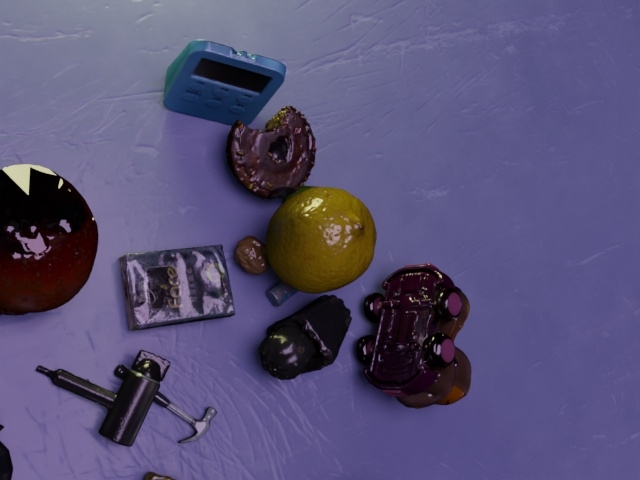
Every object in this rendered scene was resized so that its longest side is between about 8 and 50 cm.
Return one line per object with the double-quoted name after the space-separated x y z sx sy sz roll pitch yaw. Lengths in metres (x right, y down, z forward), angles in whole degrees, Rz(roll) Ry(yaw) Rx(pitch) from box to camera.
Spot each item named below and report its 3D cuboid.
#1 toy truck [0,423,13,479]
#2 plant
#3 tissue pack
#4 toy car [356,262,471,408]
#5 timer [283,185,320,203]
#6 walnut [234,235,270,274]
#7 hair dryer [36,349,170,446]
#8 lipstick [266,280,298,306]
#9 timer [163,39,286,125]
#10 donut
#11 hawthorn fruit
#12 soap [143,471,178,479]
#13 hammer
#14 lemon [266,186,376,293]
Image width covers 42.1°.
-0.675 0.401 1.603 0.165 0.147 0.224 7 72 -50 "toy truck"
-0.033 0.231 1.940 0.256 0.164 0.141 -34 96 -39 "plant"
-0.322 0.103 1.868 0.236 0.073 0.173 -5 80 -28 "tissue pack"
0.261 0.245 2.044 0.240 0.271 0.340 30 66 -38 "toy car"
-0.031 -0.065 2.065 0.128 0.047 0.140 3 78 -24 "timer"
-0.161 0.035 1.962 0.096 0.082 0.079 47 32 -17 "walnut"
-0.468 0.295 1.748 0.248 0.078 0.195 25 79 -9 "hair dryer"
-0.058 0.099 2.015 0.158 0.048 0.048 -36 96 -28 "lipstick"
-0.224 -0.362 1.917 0.232 0.250 0.091 12 73 -24 "timer"
-0.122 -0.212 2.005 0.230 0.096 0.216 -35 114 -23 "donut"
-0.576 -0.001 1.634 0.316 0.316 0.315 6 77 -25 "hawthorn fruit"
-0.338 0.618 1.748 0.135 0.076 0.233 23 71 -21 "soap"
-0.352 0.356 1.826 0.246 0.029 0.103 37 65 -14 "hammer"
0.001 0.001 1.899 0.267 0.267 0.267 6 77 -25 "lemon"
